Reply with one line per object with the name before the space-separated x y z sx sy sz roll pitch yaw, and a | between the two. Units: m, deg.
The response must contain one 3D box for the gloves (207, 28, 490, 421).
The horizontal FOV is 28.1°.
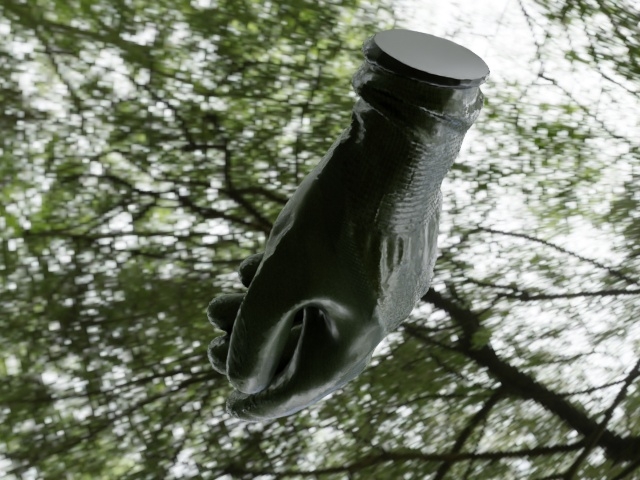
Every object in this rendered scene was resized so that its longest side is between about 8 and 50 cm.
gloves | 0.012 0.005 0.728 0.107 0.135 0.268 42 -58 13
